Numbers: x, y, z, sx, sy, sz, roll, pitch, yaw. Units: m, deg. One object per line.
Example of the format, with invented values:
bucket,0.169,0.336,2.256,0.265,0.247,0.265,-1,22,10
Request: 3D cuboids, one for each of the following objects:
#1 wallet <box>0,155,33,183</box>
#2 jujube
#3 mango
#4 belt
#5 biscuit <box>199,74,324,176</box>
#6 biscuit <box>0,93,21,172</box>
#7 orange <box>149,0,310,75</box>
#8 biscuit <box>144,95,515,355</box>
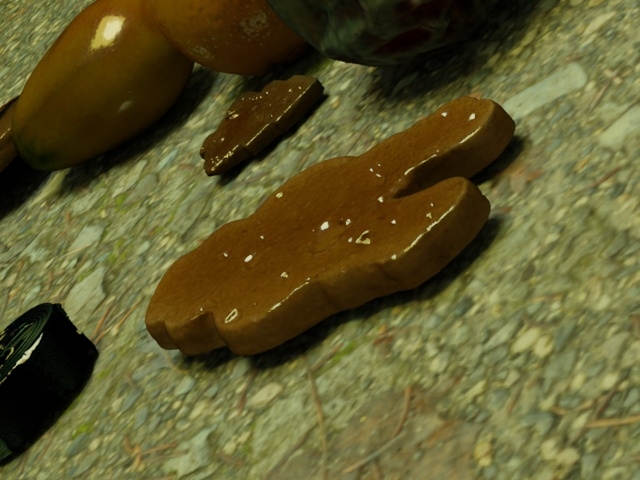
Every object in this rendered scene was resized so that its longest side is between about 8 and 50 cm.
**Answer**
wallet,-0.263,-0.161,1.953,0.124,0.025,0.244,-20,33,46
jujube,0.078,-0.281,1.423,0.226,0.226,0.317,-12,32,48
mango,-0.210,-0.153,1.742,0.221,0.120,0.152,-34,25,36
belt,-0.239,0.110,1.410,0.140,0.058,0.105,-51,22,-19
biscuit,-0.048,-0.100,1.526,0.130,0.019,0.119,-27,27,32
biscuit,-0.376,-0.072,1.895,0.301,0.043,0.278,-40,16,19
orange,-0.064,-0.228,1.604,0.177,0.155,0.178,-26,29,15
biscuit,0.002,0.003,1.247,0.295,0.044,0.186,-22,27,35
